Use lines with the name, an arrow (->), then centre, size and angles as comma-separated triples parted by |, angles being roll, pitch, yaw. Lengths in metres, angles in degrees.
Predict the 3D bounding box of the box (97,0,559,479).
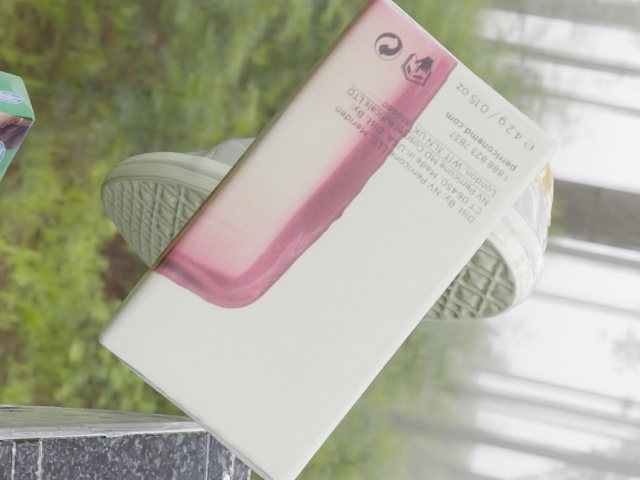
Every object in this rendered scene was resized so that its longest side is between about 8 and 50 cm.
box -> 0.000, 0.000, 0.965 | 0.232, 0.127, 0.148 | -51, -176, -3

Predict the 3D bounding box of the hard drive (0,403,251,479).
hard drive -> -0.241, 0.165, 1.364 | 0.339, 0.237, 0.064 | 5, 86, -57

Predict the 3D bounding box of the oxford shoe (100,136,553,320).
oxford shoe -> 0.004, -0.023, 1.399 | 0.130, 0.449, 0.169 | -54, 127, -32

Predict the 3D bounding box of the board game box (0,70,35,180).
board game box -> -0.333, 0.010, 1.047 | 0.317, 0.214, 0.046 | -55, -142, 28
